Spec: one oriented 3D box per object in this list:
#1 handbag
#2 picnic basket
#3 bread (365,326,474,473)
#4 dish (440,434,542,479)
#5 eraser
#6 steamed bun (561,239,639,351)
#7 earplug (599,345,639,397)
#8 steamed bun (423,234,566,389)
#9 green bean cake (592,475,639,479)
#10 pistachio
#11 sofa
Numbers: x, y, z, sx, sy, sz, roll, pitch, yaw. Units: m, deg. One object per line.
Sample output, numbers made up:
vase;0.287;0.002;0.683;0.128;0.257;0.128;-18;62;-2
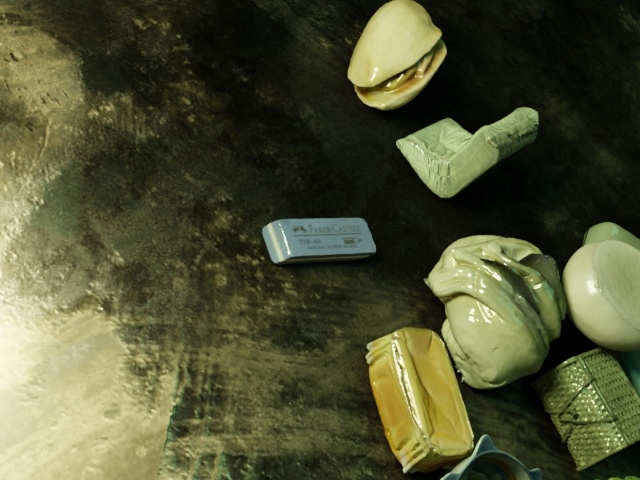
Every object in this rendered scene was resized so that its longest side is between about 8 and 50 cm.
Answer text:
handbag;0.684;0.123;1.962;0.241;0.109;0.315;30;50;-12
picnic basket;0.528;0.330;1.681;0.154;0.134;0.196;-7;63;-41
bread;0.170;0.278;1.490;0.136;0.107;0.241;5;56;-35
dish;0.270;0.443;1.432;0.228;0.086;0.236;-41;106;-31
eraser;0.000;0.000;1.625;0.225;0.036;0.082;-2;62;-36
steamed bun;0.575;0.119;1.709;0.232;0.145;0.231;17;53;-24
earplug;0.687;0.241;1.811;0.185;0.185;0.324;-10;66;-39
steamed bun;0.357;0.117;1.670;0.275;0.206;0.320;1;62;-36
green bean cake;0.491;0.531;1.467;0.222;0.125;0.248;-9;43;4
pistachio;0.168;-0.424;1.954;0.318;0.214;0.193;-57;138;-38
sofa;0.329;-0.226;1.885;0.210;0.225;0.176;-28;81;-41
